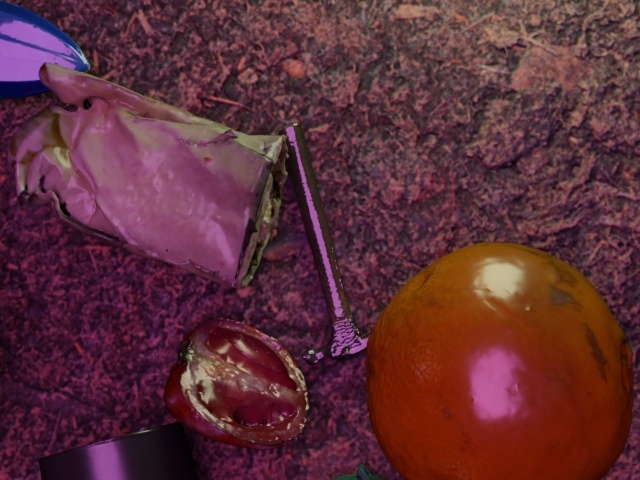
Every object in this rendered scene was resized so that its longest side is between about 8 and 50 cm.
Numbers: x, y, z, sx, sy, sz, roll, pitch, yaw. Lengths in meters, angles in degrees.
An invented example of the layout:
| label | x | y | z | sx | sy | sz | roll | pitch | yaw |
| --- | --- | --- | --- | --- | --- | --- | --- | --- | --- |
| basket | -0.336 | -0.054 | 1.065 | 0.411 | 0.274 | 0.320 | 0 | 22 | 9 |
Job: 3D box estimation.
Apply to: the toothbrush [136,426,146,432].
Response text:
| label | x | y | z | sx | sy | sz | roll | pitch | yaw |
| --- | --- | --- | --- | --- | --- | --- | --- | --- | --- |
| toothbrush | -0.275 | 0.287 | 1.710 | 0.162 | 0.014 | 0.017 | -40 | 64 | 3 |

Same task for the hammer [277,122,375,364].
| label | x | y | z | sx | sy | sz | roll | pitch | yaw |
| --- | --- | --- | --- | --- | --- | --- | --- | --- | --- |
| hammer | 0.000 | 0.000 | 1.694 | 0.125 | 0.027 | 0.297 | -17 | 84 | 5 |

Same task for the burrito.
| label | x | y | z | sx | sy | sz | roll | pitch | yaw |
| --- | --- | --- | --- | --- | --- | --- | --- | --- | --- |
| burrito | -0.206 | -0.084 | 1.666 | 0.332 | 0.135 | 0.190 | 20 | 99 | 9 |

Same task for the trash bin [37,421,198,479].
| label | x | y | z | sx | sy | sz | roll | pitch | yaw |
| --- | --- | --- | --- | --- | --- | --- | --- | --- | --- |
| trash bin | -0.208 | 0.392 | 1.593 | 0.214 | 0.214 | 0.334 | -17 | 84 | 5 |

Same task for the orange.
| label | x | y | z | sx | sy | sz | roll | pitch | yaw |
| --- | --- | --- | --- | --- | --- | --- | --- | --- | --- |
| orange | 0.196 | 0.155 | 1.526 | 0.312 | 0.312 | 0.312 | 0 | 86 | 6 |

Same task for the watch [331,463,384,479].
| label | x | y | z | sx | sy | sz | roll | pitch | yaw |
| --- | --- | --- | --- | --- | --- | --- | --- | --- | --- |
| watch | 0.043 | 0.389 | 1.640 | 0.195 | 0.068 | 0.237 | -11 | 86 | 4 |

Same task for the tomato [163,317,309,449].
| label | x | y | z | sx | sy | sz | roll | pitch | yaw |
| --- | --- | --- | --- | --- | --- | --- | --- | --- | --- |
| tomato | -0.107 | 0.189 | 1.634 | 0.173 | 0.189 | 0.099 | 30 | 127 | -16 |

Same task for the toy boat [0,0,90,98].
| label | x | y | z | sx | sy | sz | roll | pitch | yaw |
| --- | --- | --- | --- | --- | --- | --- | --- | --- | --- |
| toy boat | -0.427 | -0.240 | 1.724 | 0.295 | 0.088 | 0.129 | 11 | 87 | 9 |
